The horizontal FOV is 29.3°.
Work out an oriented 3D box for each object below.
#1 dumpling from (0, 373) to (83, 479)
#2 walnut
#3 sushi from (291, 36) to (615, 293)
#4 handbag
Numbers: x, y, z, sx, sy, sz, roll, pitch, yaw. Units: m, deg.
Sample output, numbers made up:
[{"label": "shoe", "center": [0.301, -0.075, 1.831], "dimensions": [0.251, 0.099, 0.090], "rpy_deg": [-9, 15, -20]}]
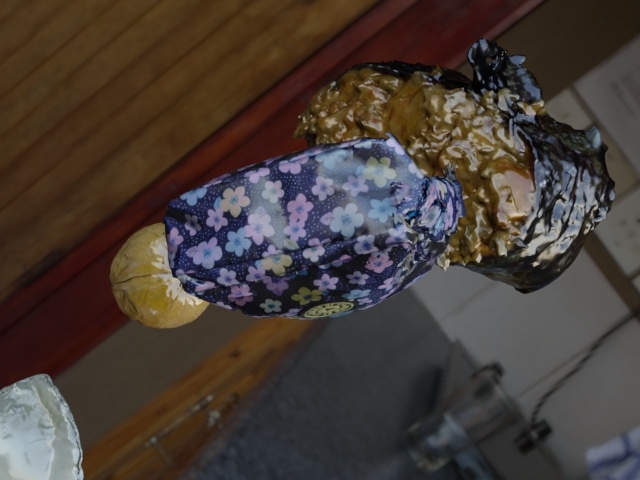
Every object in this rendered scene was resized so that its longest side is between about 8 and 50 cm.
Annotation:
[{"label": "dumpling", "center": [-0.340, 0.277, 1.378], "dimensions": [0.172, 0.247, 0.142], "rpy_deg": [36, 10, 26]}, {"label": "walnut", "center": [-0.242, 0.055, 1.902], "dimensions": [0.165, 0.165, 0.197], "rpy_deg": [53, -23, -2]}, {"label": "sushi", "center": [0.140, -0.100, 1.296], "dimensions": [0.207, 0.234, 0.348], "rpy_deg": [11, 15, -46]}, {"label": "handbag", "center": [0.000, 0.000, 0.989], "dimensions": [0.208, 0.228, 0.127], "rpy_deg": [25, 50, -67]}]
